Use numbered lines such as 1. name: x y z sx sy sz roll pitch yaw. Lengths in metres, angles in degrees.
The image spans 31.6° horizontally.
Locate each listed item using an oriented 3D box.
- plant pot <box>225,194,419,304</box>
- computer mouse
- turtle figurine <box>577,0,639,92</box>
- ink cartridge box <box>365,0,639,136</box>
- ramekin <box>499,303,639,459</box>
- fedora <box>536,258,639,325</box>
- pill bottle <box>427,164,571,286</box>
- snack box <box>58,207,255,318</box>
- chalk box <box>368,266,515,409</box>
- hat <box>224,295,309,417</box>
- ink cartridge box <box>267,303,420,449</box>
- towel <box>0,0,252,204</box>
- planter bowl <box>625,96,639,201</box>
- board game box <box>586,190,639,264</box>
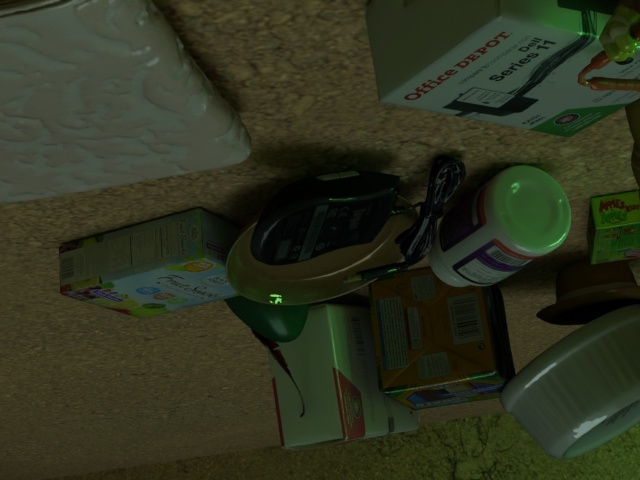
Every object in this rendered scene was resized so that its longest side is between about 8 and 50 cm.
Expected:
1. plant pot: 0.000 0.000 1.339 0.236 0.032 0.236 -13 147 -9
2. computer mouse: 0.026 -0.015 1.246 0.262 0.060 0.184 -16 144 -26
3. turtle figurine: 0.291 -0.213 0.757 0.270 0.087 0.217 -25 161 -9
4. ink cartridge box: 0.162 -0.158 0.882 0.208 0.086 0.153 6 159 -32
5. ramekin: 0.416 0.222 1.708 0.273 0.127 0.273 -25 155 -12
6. fedora: 0.422 0.074 1.737 0.194 0.079 0.194 -6 163 -2
7. pill bottle: 0.204 -0.008 1.350 0.108 0.108 0.193 1 162 -21
8. snack box: -0.190 0.034 1.411 0.207 0.070 0.174 -16 160 23
9. chalk box: 0.200 0.160 1.770 0.179 0.180 0.289 -11 161 14
10. hat: -0.064 0.132 1.567 0.209 0.183 0.173 10 155 -38
11. ink cartridge box: 0.039 0.215 1.792 0.117 0.207 0.283 -14 168 25
12. towel: -0.250 -0.116 0.938 0.317 0.053 0.332 -9 162 11
13. planter bowl: 0.321 -0.132 0.944 0.090 0.217 0.217 42 148 -9
14. board game box: 0.404 -0.017 1.499 0.092 0.043 0.181 -9 163 9
